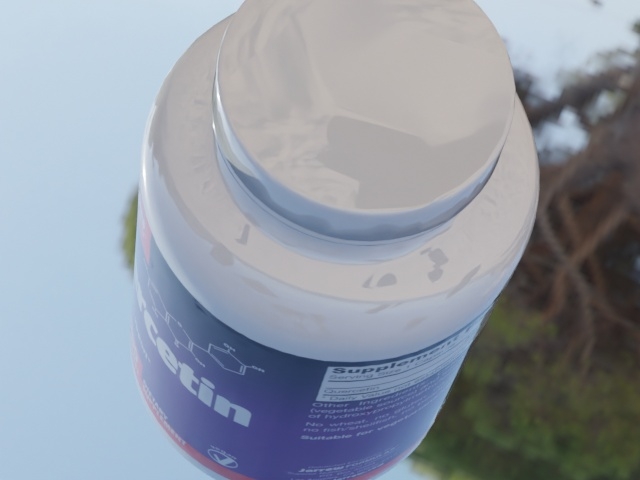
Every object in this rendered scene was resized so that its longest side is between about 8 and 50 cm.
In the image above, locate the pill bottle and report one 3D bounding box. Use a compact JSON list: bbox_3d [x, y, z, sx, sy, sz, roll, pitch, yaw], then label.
[{"bbox_3d":[0.000,0.000,0.895,0.182,0.323,0.181,3,-115,-6],"label":"pill bottle"}]
